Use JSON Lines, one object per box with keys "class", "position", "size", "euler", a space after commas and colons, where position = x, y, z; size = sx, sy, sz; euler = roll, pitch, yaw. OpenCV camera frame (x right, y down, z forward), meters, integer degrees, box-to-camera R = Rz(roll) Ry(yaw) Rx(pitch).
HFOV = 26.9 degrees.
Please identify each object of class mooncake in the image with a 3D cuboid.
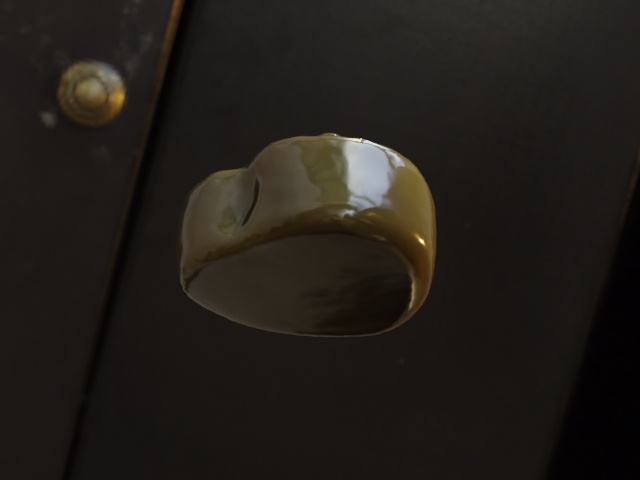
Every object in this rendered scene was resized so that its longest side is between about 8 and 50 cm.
{"class": "mooncake", "position": [0.000, 0.000, 1.185], "size": [0.235, 0.234, 0.117], "euler": [119, -26, -57]}
